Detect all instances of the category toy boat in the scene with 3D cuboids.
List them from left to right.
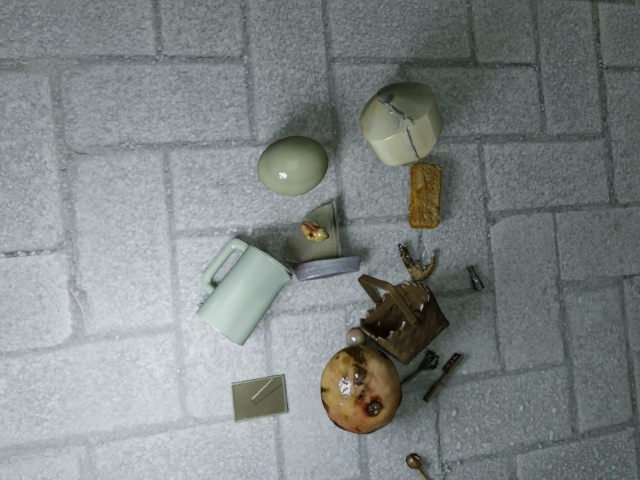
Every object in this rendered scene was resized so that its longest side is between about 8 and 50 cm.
[{"bbox_3d":[-0.007,0.031,1.732,0.276,0.111,0.293,-24,80,-12],"label":"toy boat"}]

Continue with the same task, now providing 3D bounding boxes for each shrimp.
[{"bbox_3d":[0.407,0.067,1.845,0.148,0.035,0.195,-34,102,-9],"label":"shrimp"}]

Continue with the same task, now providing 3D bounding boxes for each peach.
[{"bbox_3d":[0.141,0.381,1.753,0.083,0.083,0.083,1,88,-13],"label":"peach"}]

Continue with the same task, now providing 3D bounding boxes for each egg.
[{"bbox_3d":[-0.100,-0.275,1.655,0.269,0.219,0.219,-22,93,-8],"label":"egg"}]

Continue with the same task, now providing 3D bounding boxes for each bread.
[{"bbox_3d":[0.426,-0.183,1.841,0.139,0.077,0.270,3,86,-9],"label":"bread"}]

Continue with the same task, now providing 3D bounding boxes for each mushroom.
[{"bbox_3d":[0.409,0.936,1.802,0.061,0.060,0.187,-36,99,-11],"label":"mushroom"}]

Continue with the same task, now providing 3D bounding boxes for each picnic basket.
[{"bbox_3d":[0.287,0.265,1.699,0.291,0.254,0.321,-41,107,-11],"label":"picnic basket"}]

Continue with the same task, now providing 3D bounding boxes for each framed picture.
[{"bbox_3d":[-0.232,0.597,1.692,0.203,0.015,0.150,-7,89,-12],"label":"framed picture"}]

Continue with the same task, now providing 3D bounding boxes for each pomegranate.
[{"bbox_3d":[0.150,0.547,1.650,0.322,0.322,0.322,1,88,-13],"label":"pomegranate"}]

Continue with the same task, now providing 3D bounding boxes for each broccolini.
[{"bbox_3d":[0.385,0.550,1.831,0.254,0.071,0.057,-39,138,-5],"label":"broccolini"}]

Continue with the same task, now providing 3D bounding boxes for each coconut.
[{"bbox_3d":[0.305,-0.451,1.699,0.323,0.323,0.322,1,88,-13],"label":"coconut"}]

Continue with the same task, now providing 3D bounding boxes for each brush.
[{"bbox_3d":[0.502,0.562,1.847,0.036,0.043,0.248,42,80,-1],"label":"brush"}]

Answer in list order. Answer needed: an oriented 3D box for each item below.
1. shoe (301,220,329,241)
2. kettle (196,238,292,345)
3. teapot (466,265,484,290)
[{"bbox_3d":[-0.026,-0.032,1.669,0.072,0.069,0.109,-43,66,-9],"label":"shoe"},{"bbox_3d":[-0.287,0.183,1.627,0.318,0.265,0.205,-55,131,-9],"label":"kettle"},{"bbox_3d":[0.655,0.157,1.898,0.043,0.043,0.110,-24,91,-13],"label":"teapot"}]
